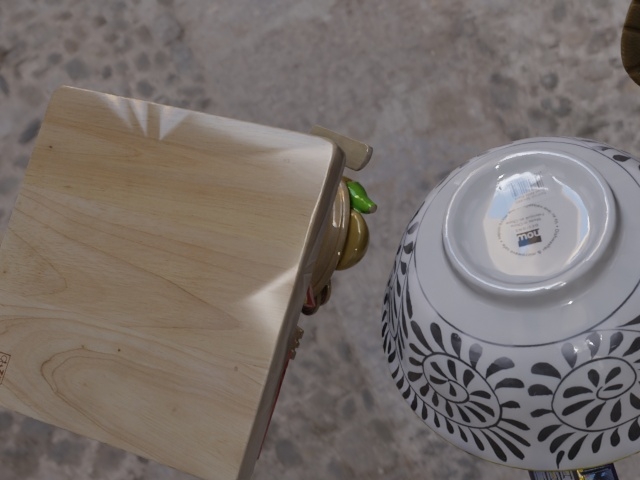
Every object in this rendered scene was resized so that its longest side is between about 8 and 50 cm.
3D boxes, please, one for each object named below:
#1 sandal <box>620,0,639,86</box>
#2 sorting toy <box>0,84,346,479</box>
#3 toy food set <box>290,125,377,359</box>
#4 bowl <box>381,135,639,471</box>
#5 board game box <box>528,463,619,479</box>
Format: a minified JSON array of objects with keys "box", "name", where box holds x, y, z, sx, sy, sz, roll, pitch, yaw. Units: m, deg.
[{"box":[0.171,-0.131,0.444,0.072,0.180,0.049,22,28,5],"name":"sandal"},{"box":[-0.119,0.032,0.940,0.257,0.089,0.255,14,83,25],"name":"sorting toy"},{"box":[0.000,0.000,1.068,0.132,0.038,0.192,36,107,61],"name":"toy food set"},{"box":[0.100,0.010,0.546,0.170,0.080,0.170,-9,57,14],"name":"bowl"},{"box":[0.290,0.261,1.423,0.048,0.170,0.141,-12,77,-11],"name":"board game box"}]
